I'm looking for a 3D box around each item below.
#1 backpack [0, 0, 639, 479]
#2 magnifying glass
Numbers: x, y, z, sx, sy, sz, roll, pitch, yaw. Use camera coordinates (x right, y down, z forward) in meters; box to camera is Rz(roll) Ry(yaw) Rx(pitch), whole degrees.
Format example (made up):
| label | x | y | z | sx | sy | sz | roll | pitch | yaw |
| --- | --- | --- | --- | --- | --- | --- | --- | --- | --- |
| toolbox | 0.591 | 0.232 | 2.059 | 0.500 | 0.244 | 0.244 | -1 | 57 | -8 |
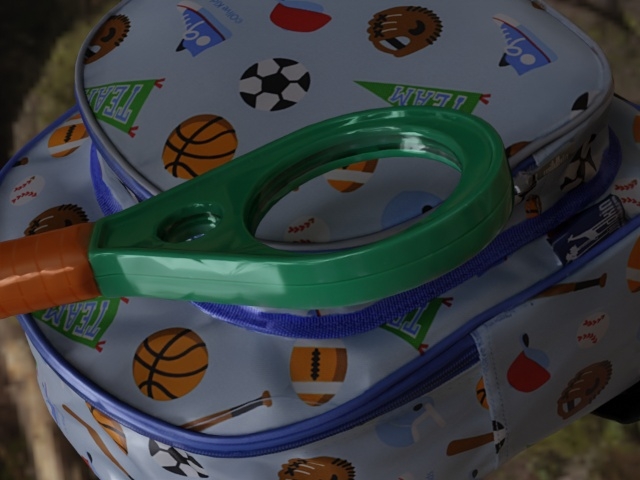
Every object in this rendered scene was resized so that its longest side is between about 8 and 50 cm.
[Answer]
| label | x | y | z | sx | sy | sz | roll | pitch | yaw |
| --- | --- | --- | --- | --- | --- | --- | --- | --- | --- |
| backpack | 0.000 | 0.000 | 0.790 | 0.276 | 0.263 | 0.213 | 38 | 160 | 40 |
| magnifying glass | -0.050 | 0.002 | 0.622 | 0.092 | 0.231 | 0.026 | -87 | -17 | -57 |
